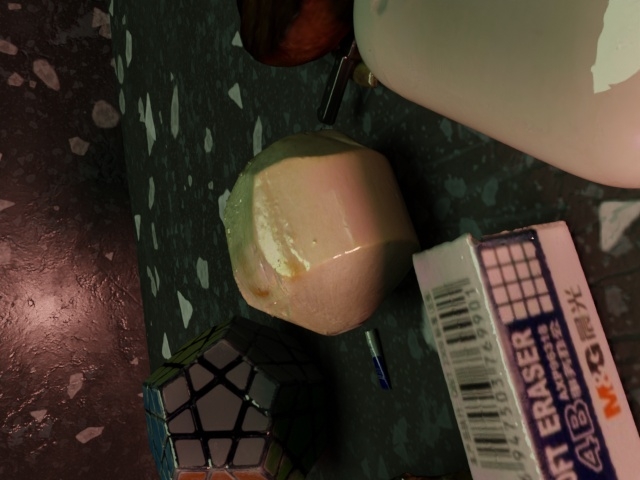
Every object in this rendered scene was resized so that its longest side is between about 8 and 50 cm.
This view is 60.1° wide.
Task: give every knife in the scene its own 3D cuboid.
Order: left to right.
[{"bbox_3d":[0.032,-0.260,0.667,0.072,0.019,0.245,58,139,45],"label":"knife"}]

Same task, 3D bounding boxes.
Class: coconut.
[{"bbox_3d":[0.003,-0.002,0.651,0.241,0.241,0.241,23,117,57],"label":"coconut"}]

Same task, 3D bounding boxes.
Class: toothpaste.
[{"bbox_3d":[0.079,0.163,0.755,0.024,0.015,0.083,160,95,-68],"label":"toothpaste"}]

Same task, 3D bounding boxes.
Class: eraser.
[{"bbox_3d":[0.178,0.133,0.453,0.086,0.130,0.287,-30,69,56],"label":"eraser"}]

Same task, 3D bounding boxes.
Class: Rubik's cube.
[{"bbox_3d":[-0.139,0.286,0.915,0.319,0.264,0.319,24,118,57],"label":"Rubik's cube"}]

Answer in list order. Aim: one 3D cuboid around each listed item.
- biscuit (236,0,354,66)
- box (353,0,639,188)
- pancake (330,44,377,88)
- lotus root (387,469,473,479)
[{"bbox_3d":[-0.011,-0.411,0.650,0.407,0.091,0.407,-177,90,-68],"label":"biscuit"},{"bbox_3d":[0.158,-0.214,0.384,0.349,0.141,0.288,44,134,47],"label":"box"},{"bbox_3d":[0.069,-0.294,0.639,0.235,0.029,0.212,-44,58,54],"label":"pancake"},{"bbox_3d":[0.103,0.347,0.607,0.314,0.210,0.142,102,159,-55],"label":"lotus root"}]
